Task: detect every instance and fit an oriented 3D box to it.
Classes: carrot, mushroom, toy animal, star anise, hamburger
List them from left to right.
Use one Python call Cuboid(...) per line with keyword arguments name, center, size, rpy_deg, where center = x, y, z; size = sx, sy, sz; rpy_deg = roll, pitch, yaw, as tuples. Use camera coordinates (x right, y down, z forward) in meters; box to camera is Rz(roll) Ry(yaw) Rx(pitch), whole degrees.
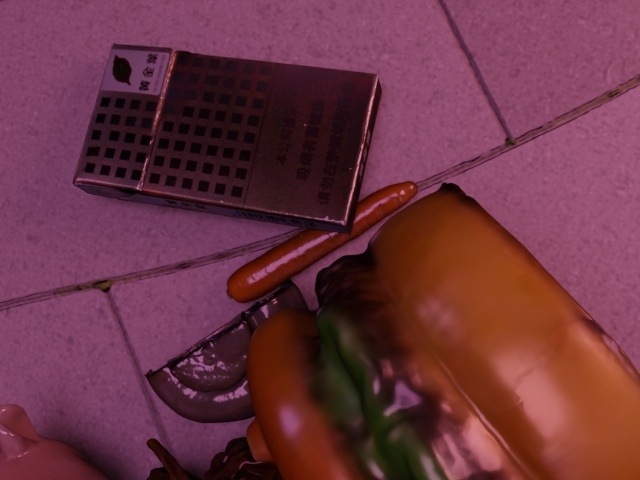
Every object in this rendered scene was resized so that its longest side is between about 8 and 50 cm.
Cuboid(name="toy animal", center=(-0.279, 0.330, 0.877), size=(0.213, 0.256, 0.195), rpy_deg=(16, 120, -25))
Cuboid(name="star anise", center=(-0.114, 0.280, 0.859), size=(0.213, 0.111, 0.196), rpy_deg=(-14, 50, 25))
Cuboid(name="mushroom", center=(-0.082, 0.128, 0.892), size=(0.188, 0.141, 0.117), rpy_deg=(-37, 101, 8))
Cuboid(name="carrot", center=(0.000, 0.000, 0.933), size=(0.248, 0.043, 0.043), rpy_deg=(-31, 80, 5))
Cuboid(name="hamburger", center=(0.119, 0.172, 0.716), size=(0.277, 0.396, 0.395), rpy_deg=(-40, 79, 4))

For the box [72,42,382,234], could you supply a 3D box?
Cuboid(name="box", center=(-0.107, -0.119, 0.944), size=(0.325, 0.047, 0.180), rpy_deg=(9, 77, 13))
